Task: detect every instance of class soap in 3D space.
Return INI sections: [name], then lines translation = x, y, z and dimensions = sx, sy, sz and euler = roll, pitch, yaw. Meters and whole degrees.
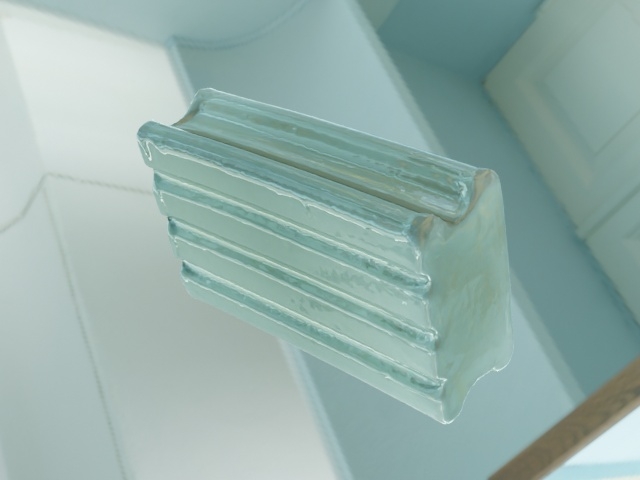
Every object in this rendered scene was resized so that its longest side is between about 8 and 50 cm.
[soap]
translation = 0.000, 0.000, 0.703
dimensions = 0.265, 0.160, 0.087
euler = 21, -134, 39
